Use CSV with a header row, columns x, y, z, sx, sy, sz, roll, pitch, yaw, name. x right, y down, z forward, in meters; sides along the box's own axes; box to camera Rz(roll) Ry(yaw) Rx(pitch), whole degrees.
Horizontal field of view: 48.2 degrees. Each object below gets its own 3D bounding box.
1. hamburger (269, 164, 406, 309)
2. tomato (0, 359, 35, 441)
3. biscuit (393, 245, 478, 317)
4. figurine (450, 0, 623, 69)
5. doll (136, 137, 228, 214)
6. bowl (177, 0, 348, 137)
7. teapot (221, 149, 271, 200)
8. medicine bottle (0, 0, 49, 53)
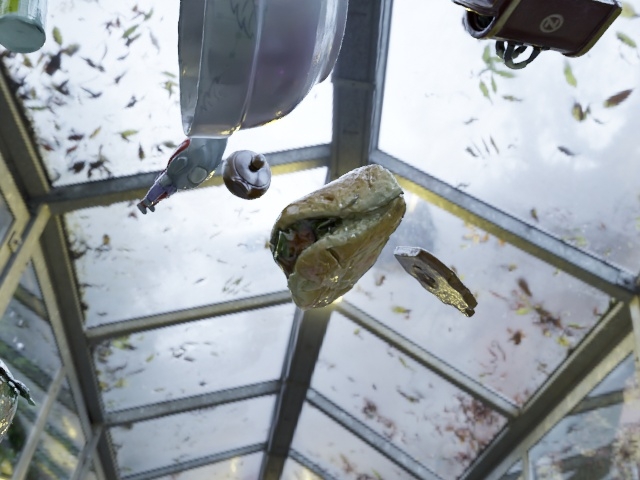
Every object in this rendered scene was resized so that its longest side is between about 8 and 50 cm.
x,y,z,sx,sy,sz,roll,pitch,yaw,name
-0.001,0.002,1.320,0.209,0.162,0.330,-19,-23,-40,hamburger
-0.525,0.184,0.861,0.303,0.239,0.303,34,-28,20,tomato
0.259,0.087,1.534,0.215,0.034,0.182,43,-11,-15,biscuit
0.189,-0.212,0.679,0.154,0.082,0.098,2,-46,-20,figurine
-0.225,-0.127,1.217,0.227,0.102,0.075,-39,-88,14,doll
-0.063,-0.244,0.724,0.144,0.287,0.287,0,-36,-17,bowl
-0.132,-0.126,1.327,0.098,0.129,0.078,42,-55,-11,teapot
-0.287,-0.224,0.688,0.047,0.083,0.047,-8,-31,-5,medicine bottle
